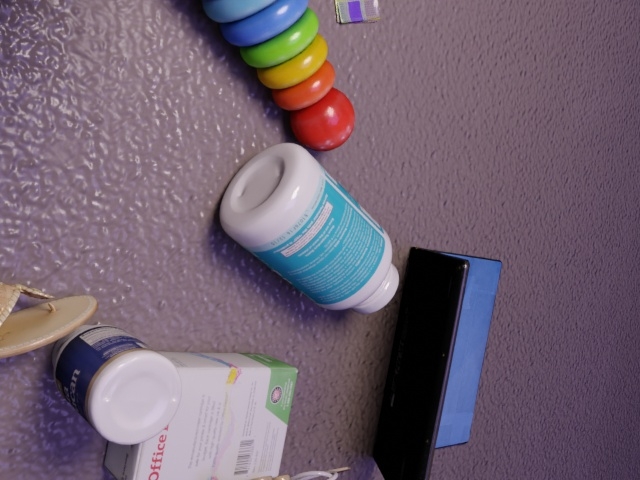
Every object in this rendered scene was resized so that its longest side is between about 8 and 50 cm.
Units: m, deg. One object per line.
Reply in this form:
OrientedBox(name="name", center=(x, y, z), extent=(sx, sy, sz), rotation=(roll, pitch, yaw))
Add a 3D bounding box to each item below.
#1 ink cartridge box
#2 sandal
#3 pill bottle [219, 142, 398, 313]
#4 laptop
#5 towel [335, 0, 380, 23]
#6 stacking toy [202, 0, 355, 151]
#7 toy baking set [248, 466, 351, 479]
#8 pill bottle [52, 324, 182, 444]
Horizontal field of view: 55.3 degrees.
OrientedBox(name="ink cartridge box", center=(-0.149, 0.227, 0.787), extent=(0.213, 0.093, 0.154), rotation=(10, 91, -42))
OrientedBox(name="sandal", center=(-0.344, 0.075, 0.599), extent=(0.240, 0.088, 0.079), rotation=(-21, 117, -30))
OrientedBox(name="pill bottle", center=(0.000, 0.000, 0.833), extent=(0.264, 0.146, 0.146), rotation=(42, 71, -36))
OrientedBox(name="laptop", center=(0.242, 0.218, 1.027), extent=(0.237, 0.408, 0.381), rotation=(9, 92, -7))
OrientedBox(name="towel", center=(0.055, -0.353, 0.902), extent=(0.083, 0.009, 0.060), rotation=(-18, 110, -36))
OrientedBox(name="stacking toy", center=(-0.050, -0.245, 0.764), extent=(0.141, 0.141, 0.330), rotation=(-49, 129, -22))
OrientedBox(name="toy baking set", center=(-0.086, 0.338, 0.812), extent=(0.256, 0.197, 0.030), rotation=(13, 57, -44))
OrientedBox(name="pill bottle", center=(-0.227, 0.144, 0.655), extent=(0.094, 0.169, 0.094), rotation=(-8, 102, -38))
